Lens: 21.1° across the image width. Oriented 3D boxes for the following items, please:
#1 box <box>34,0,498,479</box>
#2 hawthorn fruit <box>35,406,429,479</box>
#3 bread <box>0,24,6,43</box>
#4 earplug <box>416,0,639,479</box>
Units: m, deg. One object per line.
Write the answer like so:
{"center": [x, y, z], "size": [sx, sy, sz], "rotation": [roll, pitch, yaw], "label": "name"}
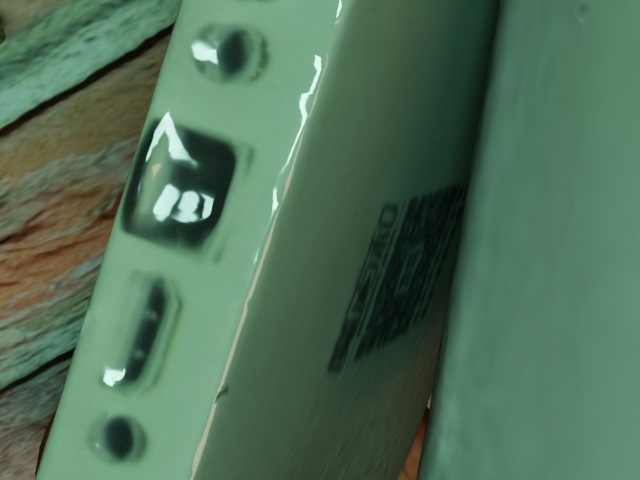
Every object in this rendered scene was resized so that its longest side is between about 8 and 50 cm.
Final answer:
{"center": [0.000, 0.000, 0.817], "size": [0.373, 0.090, 0.367], "rotation": [-18, 128, -67], "label": "box"}
{"center": [-0.024, 0.171, 1.122], "size": [0.276, 0.276, 0.307], "rotation": [-9, -176, -38], "label": "hawthorn fruit"}
{"center": [-0.189, -0.082, 0.792], "size": [0.083, 0.036, 0.047], "rotation": [-32, 159, 11], "label": "bread"}
{"center": [0.220, -0.047, 0.737], "size": [0.313, 0.313, 0.394], "rotation": [-5, 108, -42], "label": "earplug"}
